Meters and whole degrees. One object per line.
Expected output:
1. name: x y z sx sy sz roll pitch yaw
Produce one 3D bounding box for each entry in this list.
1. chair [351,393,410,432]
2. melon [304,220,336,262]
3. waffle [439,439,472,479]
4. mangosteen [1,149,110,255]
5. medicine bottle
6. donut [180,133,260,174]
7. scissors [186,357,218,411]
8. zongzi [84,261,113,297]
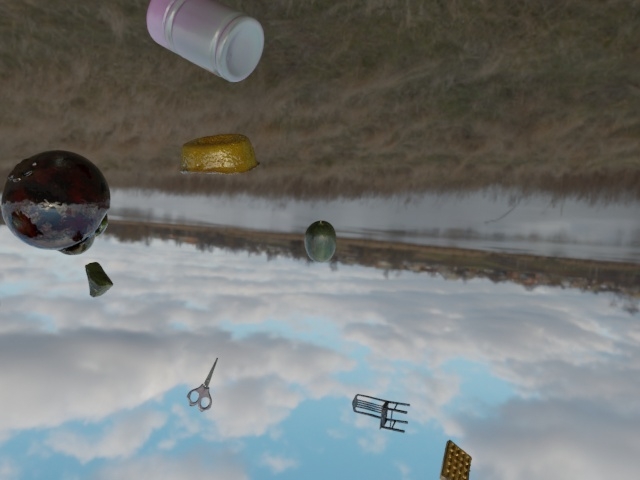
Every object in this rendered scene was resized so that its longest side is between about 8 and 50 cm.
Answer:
1. chair: 0.206 0.613 1.995 0.213 0.084 0.101 7 -176 15
2. melon: 0.000 0.000 1.953 0.114 0.167 0.114 -1 -144 0
3. waffle: 0.373 0.624 1.536 0.092 0.021 0.135 40 -145 -4
4. mangosteen: -0.736 -0.103 1.576 0.311 0.311 0.311 4 180 0
5. medicine bottle: -0.352 -0.640 1.717 0.316 0.202 0.202 32 -169 20
6. donut: -0.357 -0.298 1.934 0.278 0.108 0.277 -5 -159 2
7. scissors: -0.394 0.495 1.940 0.100 0.189 0.015 37 150 -29
8. zongzi: -0.624 0.097 1.584 0.052 0.104 0.113 -8 164 -46
